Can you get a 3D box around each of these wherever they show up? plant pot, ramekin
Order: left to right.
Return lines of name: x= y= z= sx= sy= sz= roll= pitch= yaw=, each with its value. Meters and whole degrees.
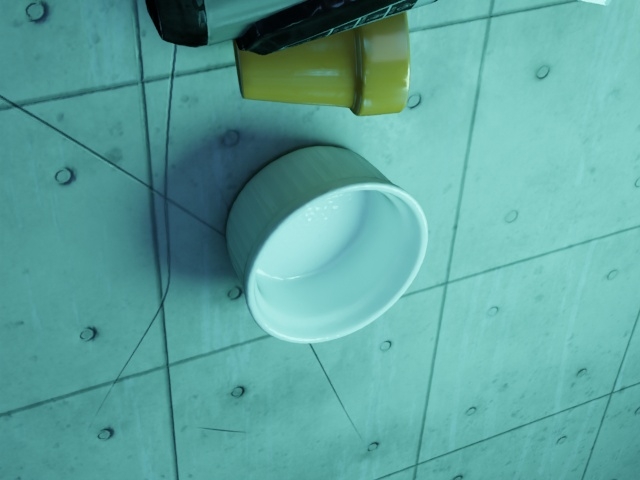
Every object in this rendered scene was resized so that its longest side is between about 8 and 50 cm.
plant pot: x=-0.008 y=-0.241 z=1.131 sx=0.188 sy=0.205 sz=0.205 roll=-8 pitch=132 yaw=-5
ramekin: x=0.000 y=0.000 z=1.367 sx=0.277 sy=0.135 sz=0.277 roll=-17 pitch=133 yaw=-19

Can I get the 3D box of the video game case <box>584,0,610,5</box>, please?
video game case: x=0.292 y=-0.405 z=1.090 sx=0.244 sy=0.061 sz=0.269 roll=2 pitch=139 yaw=-25

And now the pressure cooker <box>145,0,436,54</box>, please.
pressure cooker: x=0.012 y=-0.386 z=0.844 sx=0.420 sy=0.370 sz=0.375 roll=-17 pitch=156 yaw=-8
